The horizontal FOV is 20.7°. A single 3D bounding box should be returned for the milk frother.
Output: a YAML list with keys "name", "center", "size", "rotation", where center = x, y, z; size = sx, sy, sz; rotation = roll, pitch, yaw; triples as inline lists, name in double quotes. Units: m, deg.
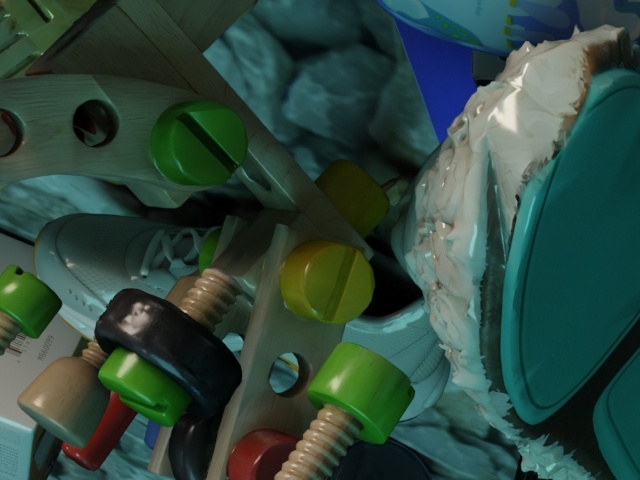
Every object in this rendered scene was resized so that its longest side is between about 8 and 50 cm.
- name: "milk frother"
  center: [0.054, 0.217, 1.275]
  size: [0.143, 0.129, 0.135]
  rotation: [-12, 160, -27]

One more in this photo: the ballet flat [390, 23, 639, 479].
- name: "ballet flat"
  center: [0.100, 0.029, 0.820]
  size: [0.147, 0.147, 0.409]
  rotation: [8, 154, 23]

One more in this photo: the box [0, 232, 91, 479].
- name: "box"
  center: [-0.218, 0.099, 1.226]
  size: [0.091, 0.130, 0.170]
  rotation: [22, 148, 1]

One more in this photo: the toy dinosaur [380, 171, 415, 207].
- name: "toy dinosaur"
  center: [0.000, 0.000, 0.919]
  size: [0.092, 0.183, 0.053]
  rotation: [-36, 93, 27]

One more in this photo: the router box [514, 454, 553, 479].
- name: "router box"
  center: [0.153, 0.191, 1.130]
  size: [0.038, 0.122, 0.092]
  rotation: [-3, 140, 28]

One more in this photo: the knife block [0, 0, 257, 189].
- name: "knife block"
  center: [-0.190, -0.132, 0.938]
  size: [0.275, 0.242, 0.088]
  rotation: [-35, 129, 2]

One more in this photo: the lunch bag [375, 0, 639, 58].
- name: "lunch bag"
  center: [0.110, -0.158, 0.688]
  size: [0.176, 0.090, 0.219]
  rotation: [17, 148, 5]

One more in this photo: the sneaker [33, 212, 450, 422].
- name: "sneaker"
  center: [-0.041, 0.016, 1.043]
  size: [0.262, 0.099, 0.121]
  rotation: [14, 140, 1]

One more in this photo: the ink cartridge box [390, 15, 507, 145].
- name: "ink cartridge box"
  center: [0.149, -0.028, 0.889]
  size: [0.208, 0.045, 0.206]
  rotation: [6, 145, 27]

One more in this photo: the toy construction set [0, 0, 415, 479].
- name: "toy construction set"
  center: [-0.057, -0.025, 0.798]
  size: [0.257, 0.237, 0.309]
  rotation: [34, 163, 2]
